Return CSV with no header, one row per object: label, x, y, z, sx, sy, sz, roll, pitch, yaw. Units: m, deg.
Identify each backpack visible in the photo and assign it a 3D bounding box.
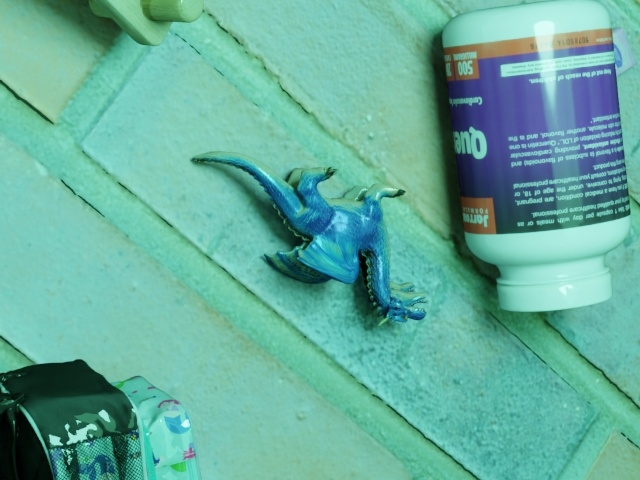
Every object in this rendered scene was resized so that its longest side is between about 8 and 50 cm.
backpack,-0.211,0.247,1.477,0.191,0.225,0.253,-5,98,-23

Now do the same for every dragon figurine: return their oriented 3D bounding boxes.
dragon figurine,0.000,0.000,1.655,0.289,0.085,0.144,17,84,-29

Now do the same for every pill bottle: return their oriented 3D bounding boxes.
pill bottle,0.236,-0.092,1.723,0.182,0.181,0.322,-9,96,-27

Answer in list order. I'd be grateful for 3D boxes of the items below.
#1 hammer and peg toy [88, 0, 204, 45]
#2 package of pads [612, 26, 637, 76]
hammer and peg toy,-0.196,-0.379,1.434,0.361,0.127,0.265,46,61,-48
package of pads,0.323,-0.207,1.849,0.083,0.032,0.050,-32,103,-23
